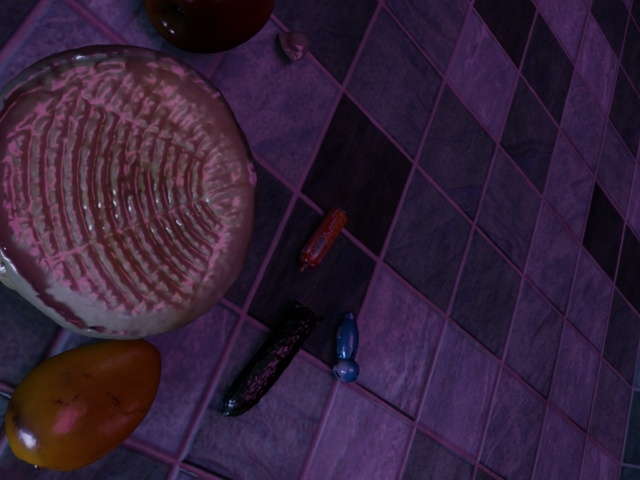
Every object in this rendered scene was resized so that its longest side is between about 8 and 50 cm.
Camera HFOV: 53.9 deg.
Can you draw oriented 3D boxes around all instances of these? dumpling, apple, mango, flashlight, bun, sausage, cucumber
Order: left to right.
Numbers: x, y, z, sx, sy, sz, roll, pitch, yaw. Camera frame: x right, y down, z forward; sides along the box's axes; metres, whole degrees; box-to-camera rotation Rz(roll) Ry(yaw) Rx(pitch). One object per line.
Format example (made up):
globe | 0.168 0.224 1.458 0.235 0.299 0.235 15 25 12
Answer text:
mango | -0.293 0.202 0.813 0.219 0.112 0.144 -32 104 -44
bun | -0.262 -0.060 0.808 0.364 0.202 0.364 -2 94 -40
apple | -0.163 -0.371 0.942 0.168 0.181 0.181 -50 118 -36
cucumber | -0.077 0.194 1.043 0.067 0.067 0.245 56 51 -23
dumpling | -0.050 -0.357 1.142 0.059 0.043 0.077 31 67 -12
sausage | 0.000 0.000 1.148 0.145 0.048 0.050 -56 159 -29
flashlight | 0.052 0.199 1.175 0.051 0.051 0.129 20 68 -40
